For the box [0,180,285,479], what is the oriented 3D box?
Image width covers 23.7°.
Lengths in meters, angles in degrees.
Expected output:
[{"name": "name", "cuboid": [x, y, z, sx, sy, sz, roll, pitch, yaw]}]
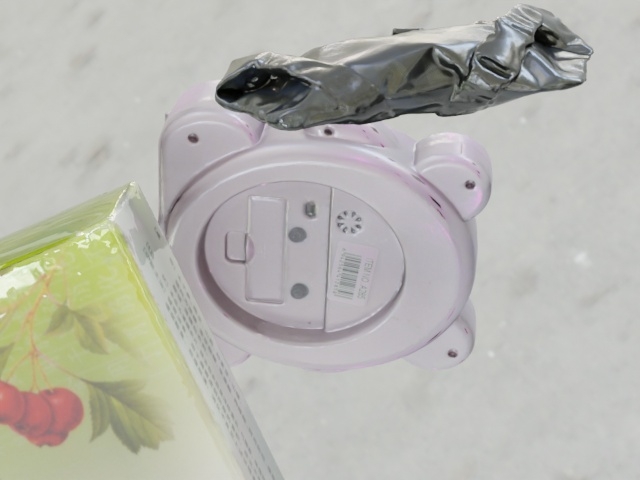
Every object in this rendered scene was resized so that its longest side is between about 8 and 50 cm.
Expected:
[{"name": "box", "cuboid": [-0.101, 0.127, 0.631, 0.175, 0.260, 0.062, -22, 16, 10]}]

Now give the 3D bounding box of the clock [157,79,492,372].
[{"name": "clock", "cuboid": [0.000, 0.000, 1.498, 0.322, 0.295, 0.113, 5, 29, 5]}]

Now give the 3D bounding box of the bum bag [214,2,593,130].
[{"name": "bum bag", "cuboid": [0.071, -0.132, 1.204, 0.310, 0.074, 0.137, -11, 26, -7]}]
